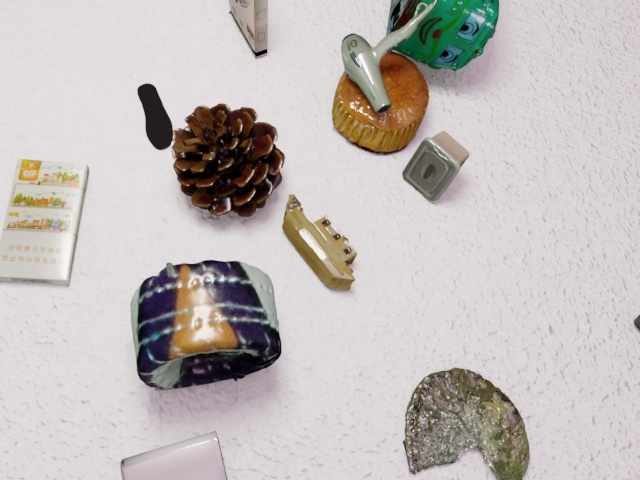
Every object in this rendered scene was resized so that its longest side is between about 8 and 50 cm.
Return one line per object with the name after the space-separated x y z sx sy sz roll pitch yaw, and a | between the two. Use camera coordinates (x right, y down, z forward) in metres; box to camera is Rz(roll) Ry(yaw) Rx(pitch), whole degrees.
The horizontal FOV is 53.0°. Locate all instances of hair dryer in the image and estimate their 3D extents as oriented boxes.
0.136 -0.322 1.154 0.199 0.067 0.167 -17 77 27 | hair dryer

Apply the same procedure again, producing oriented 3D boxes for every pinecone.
-0.166 -0.144 1.113 0.208 0.207 0.207 3 67 -8 | pinecone

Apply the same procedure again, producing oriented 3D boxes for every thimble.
-0.180 0.136 0.984 0.238 0.237 0.150 -6 64 -11 | thimble

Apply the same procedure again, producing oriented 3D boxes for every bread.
0.119 -0.277 1.260 0.199 0.104 0.199 3 66 -8 | bread

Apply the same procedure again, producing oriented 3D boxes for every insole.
-0.318 -0.238 1.229 0.053 0.002 0.152 -18 72 -16 | insole

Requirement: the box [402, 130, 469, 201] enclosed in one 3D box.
0.221 -0.143 1.214 0.089 0.122 0.062 43 57 10 | box

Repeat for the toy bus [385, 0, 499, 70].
0.252 -0.498 1.297 0.200 0.183 0.343 23 50 -13 | toy bus

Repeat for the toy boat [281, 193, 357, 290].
0.000 0.000 1.151 0.077 0.057 0.200 -33 75 -25 | toy boat

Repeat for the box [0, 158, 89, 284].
-0.477 -0.035 1.103 0.122 0.032 0.220 4 68 -7 | box

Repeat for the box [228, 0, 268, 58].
-0.140 -0.474 1.224 0.033 0.247 0.129 -24 72 -14 | box

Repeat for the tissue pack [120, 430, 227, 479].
-0.182 0.413 0.895 0.136 0.159 0.246 -13 71 -12 | tissue pack

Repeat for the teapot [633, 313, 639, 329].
0.635 0.180 1.186 0.043 0.043 0.110 -40 82 -21 | teapot

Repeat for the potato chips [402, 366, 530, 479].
0.248 0.319 1.072 0.220 0.029 0.202 25 63 4 | potato chips
